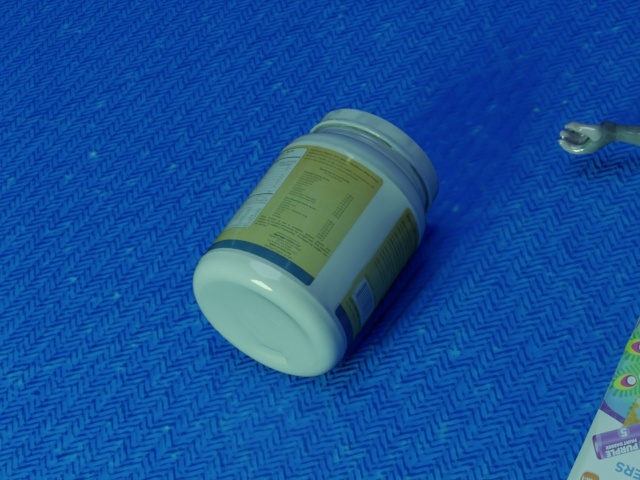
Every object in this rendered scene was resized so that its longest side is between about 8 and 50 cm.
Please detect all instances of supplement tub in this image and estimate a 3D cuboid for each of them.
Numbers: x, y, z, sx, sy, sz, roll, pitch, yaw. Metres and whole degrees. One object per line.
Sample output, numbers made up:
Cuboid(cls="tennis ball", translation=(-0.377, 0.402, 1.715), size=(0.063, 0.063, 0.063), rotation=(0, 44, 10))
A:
Cuboid(cls="supplement tub", translation=(0.000, 0.000, 1.467), size=(0.144, 0.144, 0.200), rotation=(15, 56, 34))

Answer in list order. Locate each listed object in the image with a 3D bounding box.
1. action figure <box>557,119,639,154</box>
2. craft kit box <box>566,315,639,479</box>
Cuboid(cls="action figure", translation=(0.384, -0.135, 1.451), size=(0.275, 0.248, 0.370), rotation=(25, 67, -11))
Cuboid(cls="craft kit box", translation=(0.316, 0.141, 1.189), size=(0.250, 0.061, 0.247), rotation=(19, 78, 26))
